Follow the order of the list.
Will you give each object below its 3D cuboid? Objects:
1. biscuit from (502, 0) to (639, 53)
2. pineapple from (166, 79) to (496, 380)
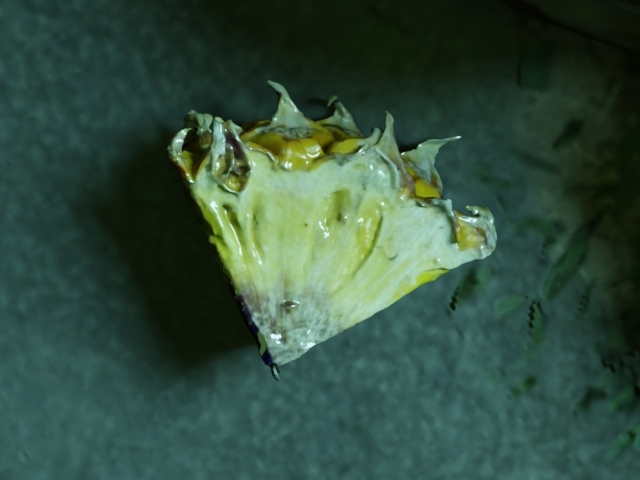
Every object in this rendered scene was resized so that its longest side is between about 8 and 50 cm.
[{"bbox_3d":[0.121,-0.204,0.398,0.366,0.115,0.268,44,99,23],"label":"biscuit"},{"bbox_3d":[0.000,0.000,0.498,0.137,0.069,0.116,16,96,0],"label":"pineapple"}]
